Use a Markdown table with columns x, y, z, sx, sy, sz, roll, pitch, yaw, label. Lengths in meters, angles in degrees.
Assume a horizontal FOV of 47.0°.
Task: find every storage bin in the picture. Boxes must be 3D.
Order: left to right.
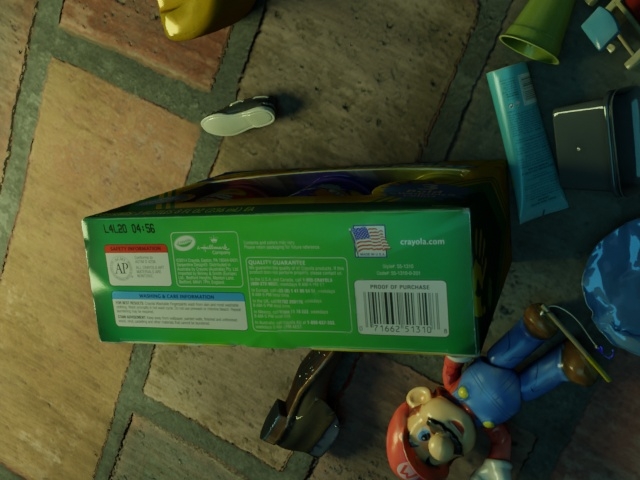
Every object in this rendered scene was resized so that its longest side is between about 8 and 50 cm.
| x | y | z | sx | sy | sz | roll | pitch | yaw | label |
| --- | --- | --- | --- | --- | --- | --- | --- | --- | --- |
| 0.357 | -0.125 | 0.941 | 0.091 | 0.098 | 0.135 | 3 | 107 | 47 | storage bin |

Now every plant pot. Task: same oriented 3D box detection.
| x | y | z | sx | sy | sz | roll | pitch | yaw | label |
| --- | --- | --- | --- | --- | --- | --- | --- | --- | --- |
| 0.283 | -0.277 | 0.935 | 0.083 | 0.083 | 0.079 | 28 | 99 | 11 | plant pot |

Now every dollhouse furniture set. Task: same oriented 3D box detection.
| x | y | z | sx | sy | sz | roll | pitch | yaw | label |
| --- | --- | --- | --- | --- | --- | --- | --- | --- | --- |
| 0.327 | -0.305 | 0.821 | 0.129 | 0.129 | 0.183 | -51 | 50 | 41 | dollhouse furniture set |

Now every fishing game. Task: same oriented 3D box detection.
| x | y | z | sx | sy | sz | roll | pitch | yaw | label |
| --- | --- | --- | --- | --- | --- | --- | --- | --- | --- |
| 0.436 | 0.060 | 0.962 | 0.189 | 0.041 | 0.264 | 44 | 97 | 1 | fishing game |

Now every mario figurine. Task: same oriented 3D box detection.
| x | y | z | sx | sy | sz | roll | pitch | yaw | label |
| --- | --- | --- | --- | --- | --- | --- | --- | --- | --- |
| 0.223 | 0.238 | 1.024 | 0.320 | 0.170 | 0.198 | -43 | 52 | 16 | mario figurine |

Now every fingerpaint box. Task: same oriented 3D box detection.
| x | y | z | sx | sy | sz | roll | pitch | yaw | label |
| --- | --- | --- | --- | --- | --- | --- | --- | --- | --- |
| 0.000 | 0.000 | 0.939 | 0.445 | 0.371 | 0.163 | -1 | 103 | 20 | fingerpaint box |

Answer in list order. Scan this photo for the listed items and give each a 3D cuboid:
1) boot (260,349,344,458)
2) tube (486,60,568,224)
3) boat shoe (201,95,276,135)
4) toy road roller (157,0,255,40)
| x | y | z | sx | sy | sz | roll | pitch | yaw | label |
| --- | --- | --- | --- | --- | --- | --- | --- | --- | --- |
| 0.003 | 0.252 | 1.176 | 0.106 | 0.082 | 0.219 | 30 | 108 | -13 | boot |
| 0.274 | -0.131 | 0.981 | 0.080 | 0.052 | 0.207 | -18 | 97 | -12 | tube |
| -0.123 | -0.192 | 1.116 | 0.125 | 0.038 | 0.046 | -10 | 141 | 27 | boat shoe |
| -0.125 | -0.408 | 0.984 | 0.330 | 0.202 | 0.240 | -3 | 114 | 25 | toy road roller |
